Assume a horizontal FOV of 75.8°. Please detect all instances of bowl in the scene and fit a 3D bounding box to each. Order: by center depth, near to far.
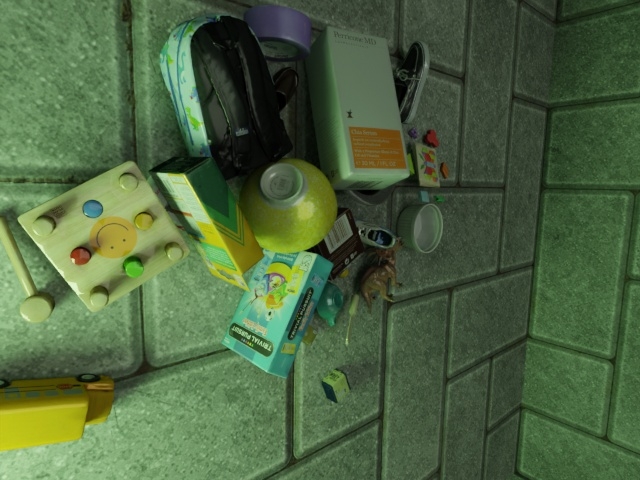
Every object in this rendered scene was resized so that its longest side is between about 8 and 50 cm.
[{"bbox_3d":[-0.097,-0.125,1.137,0.290,0.289,0.156,-58,167,-18],"label":"bowl"}]

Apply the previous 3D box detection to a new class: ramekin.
[{"bbox_3d":[0.414,-0.055,1.739,0.207,0.109,0.207,-7,100,-40],"label":"ramekin"}]

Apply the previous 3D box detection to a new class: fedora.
[{"bbox_3d":[0.122,-0.246,1.437,0.275,0.124,0.244,38,68,-24],"label":"fedora"}]

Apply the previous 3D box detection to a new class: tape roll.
[{"bbox_3d":[-0.120,-0.565,1.136,0.188,0.188,0.080,-1,97,-41],"label":"tape roll"}]

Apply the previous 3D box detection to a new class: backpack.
[{"bbox_3d":[-0.248,-0.370,1.037,0.290,0.273,0.356,-33,137,-30],"label":"backpack"}]

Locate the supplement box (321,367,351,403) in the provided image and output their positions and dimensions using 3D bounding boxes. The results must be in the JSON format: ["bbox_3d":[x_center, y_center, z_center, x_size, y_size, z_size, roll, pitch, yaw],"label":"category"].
[{"bbox_3d":[0.060,0.548,1.552,0.083,0.056,0.083,-33,117,-33],"label":"supplement box"}]

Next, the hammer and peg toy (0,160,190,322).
[{"bbox_3d":[-0.503,0.015,0.888,0.361,0.127,0.266,-33,114,-19],"label":"hammer and peg toy"}]

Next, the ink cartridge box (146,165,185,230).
[{"bbox_3d":[-0.377,-0.106,1.063,0.150,0.063,0.109,38,73,-39],"label":"ink cartridge box"}]

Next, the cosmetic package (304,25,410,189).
[{"bbox_3d":[0.110,-0.395,1.279,0.229,0.161,0.454,-5,82,-29],"label":"cosmetic package"}]

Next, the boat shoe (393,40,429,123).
[{"bbox_3d":[0.326,-0.610,1.578,0.104,0.113,0.307,1,111,-35],"label":"boat shoe"}]

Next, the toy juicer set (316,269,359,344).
[{"bbox_3d":[0.043,0.187,1.477,0.329,0.089,0.209,60,41,-27],"label":"toy juicer set"}]

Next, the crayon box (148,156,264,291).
[{"bbox_3d":[-0.262,-0.043,0.997,0.083,0.203,0.323,-40,123,-29],"label":"crayon box"}]

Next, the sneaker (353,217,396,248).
[{"bbox_3d":[0.161,-0.030,1.482,0.237,0.086,0.085,15,88,-7],"label":"sneaker"}]

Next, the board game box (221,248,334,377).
[{"bbox_3d":[-0.131,0.187,1.198,0.079,0.253,0.336,33,75,-38],"label":"board game box"}]

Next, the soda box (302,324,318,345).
[{"bbox_3d":[-0.091,0.284,1.376,0.181,0.061,0.058,44,68,-37],"label":"soda box"}]

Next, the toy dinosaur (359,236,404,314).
[{"bbox_3d":[0.216,0.129,1.586,0.296,0.127,0.200,-53,127,-17],"label":"toy dinosaur"}]

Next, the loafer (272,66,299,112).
[{"bbox_3d":[-0.119,-0.430,1.231,0.080,0.078,0.220,41,70,-37],"label":"loafer"}]

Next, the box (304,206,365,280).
[{"bbox_3d":[0.000,0.000,1.318,0.168,0.203,0.167,-39,120,-30],"label":"box"}]

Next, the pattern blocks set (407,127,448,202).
[{"bbox_3d":[0.444,-0.312,1.711,0.285,0.026,0.325,-11,85,-40],"label":"pattern blocks set"}]

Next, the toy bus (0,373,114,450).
[{"bbox_3d":[-0.620,0.365,0.876,0.332,0.130,0.108,12,88,-42],"label":"toy bus"}]
